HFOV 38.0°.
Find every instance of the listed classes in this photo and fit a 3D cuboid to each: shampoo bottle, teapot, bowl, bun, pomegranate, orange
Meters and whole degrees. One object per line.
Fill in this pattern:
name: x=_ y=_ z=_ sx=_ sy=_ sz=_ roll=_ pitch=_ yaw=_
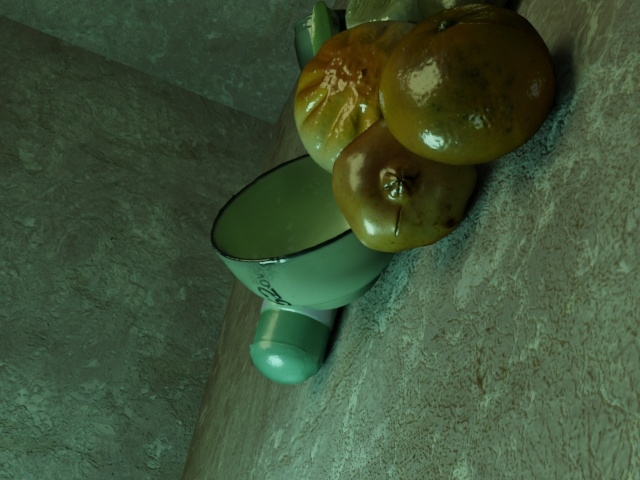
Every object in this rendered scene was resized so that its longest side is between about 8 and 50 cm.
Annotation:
shampoo bottle: x=-0.035 y=0.117 z=1.857 sx=0.222 sy=0.151 sz=0.349 roll=95 pitch=-171 yaw=-67
teapot: x=0.068 y=-0.436 z=2.252 sx=0.321 sy=0.240 sz=0.239 roll=152 pitch=114 yaw=-76
bowl: x=0.000 y=0.000 z=1.654 sx=0.353 sy=0.354 sz=0.185 roll=-87 pitch=-23 yaw=-58
bun: x=0.166 y=-0.514 z=2.087 sx=0.231 sy=0.133 sz=0.231 roll=-25 pitch=45 yaw=28
bun: x=0.090 y=-0.236 z=1.514 sx=0.165 sy=0.299 sz=0.298 roll=40 pitch=-115 yaw=-61
pomegranate: x=0.121 y=-0.087 z=1.360 sx=0.209 sy=0.209 sz=0.209 roll=-159 pitch=90 yaw=-79
orange: x=0.188 y=-0.206 z=1.202 sx=0.240 sy=0.240 sz=0.171 roll=-82 pitch=-26 yaw=-49

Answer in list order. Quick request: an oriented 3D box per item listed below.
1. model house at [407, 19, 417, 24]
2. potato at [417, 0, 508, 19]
model house: x=0.166 y=-0.317 z=1.755 sx=0.248 sy=0.176 sz=0.180 roll=-38 pitch=-30 yaw=-79
potato: x=0.240 y=-0.425 z=1.550 sx=0.177 sy=0.160 sz=0.235 roll=91 pitch=-179 yaw=-56
